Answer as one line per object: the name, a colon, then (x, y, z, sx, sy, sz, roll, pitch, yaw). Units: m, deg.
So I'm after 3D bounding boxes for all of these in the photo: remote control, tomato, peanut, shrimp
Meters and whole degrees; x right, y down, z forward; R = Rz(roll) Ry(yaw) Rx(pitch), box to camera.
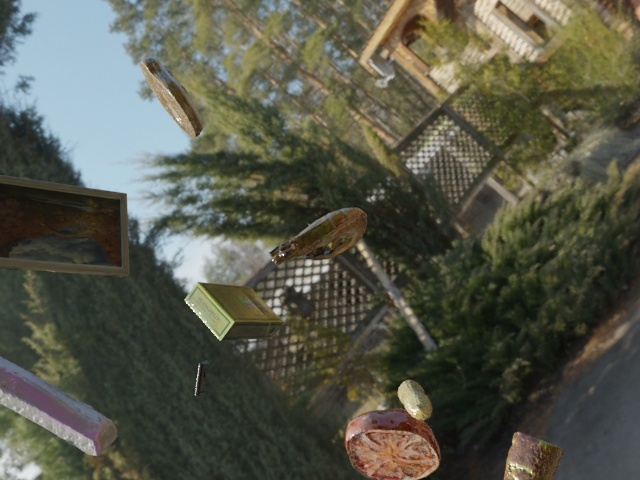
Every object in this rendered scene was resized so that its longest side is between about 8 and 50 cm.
remote control: (-0.295, 0.346, 1.527, 0.034, 0.016, 0.091, -10, -66, -56)
tomato: (0.167, 0.475, 1.452, 0.237, 0.236, 0.095, -50, 18, 35)
peanut: (0.177, 0.297, 1.139, 0.054, 0.054, 0.113, -48, 13, 4)
shrimp: (0.000, 0.000, 1.378, 0.248, 0.068, 0.150, -17, -41, -23)

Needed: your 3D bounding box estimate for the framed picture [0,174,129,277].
framed picture: (-0.475, -0.025, 1.111, 0.249, 0.184, 0.016, 8, -32, -31)

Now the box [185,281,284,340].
box: (-0.198, 0.169, 1.448, 0.064, 0.141, 0.220, -55, -25, 12)

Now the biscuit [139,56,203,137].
biscuit: (-0.340, -0.334, 1.436, 0.049, 0.208, 0.181, -40, -21, -13)

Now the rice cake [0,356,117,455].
rice cake: (-0.547, 0.287, 1.139, 0.056, 0.364, 0.073, -59, 1, 29)

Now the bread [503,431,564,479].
bread: (0.520, 0.579, 1.527, 0.103, 0.132, 0.172, 37, -108, -44)
